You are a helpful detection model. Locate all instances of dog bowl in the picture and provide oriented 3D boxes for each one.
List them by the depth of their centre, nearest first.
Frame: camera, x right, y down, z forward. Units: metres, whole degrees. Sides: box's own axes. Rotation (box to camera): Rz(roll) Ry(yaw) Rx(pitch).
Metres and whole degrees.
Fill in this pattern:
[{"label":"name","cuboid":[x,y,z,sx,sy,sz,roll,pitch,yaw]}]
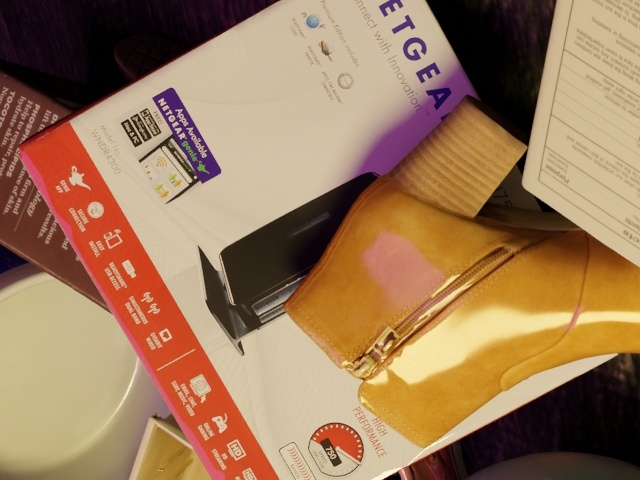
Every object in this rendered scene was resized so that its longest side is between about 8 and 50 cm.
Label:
[{"label":"dog bowl","cuboid":[-0.258,0.130,1.662,0.104,0.265,0.265,35,145,54]}]

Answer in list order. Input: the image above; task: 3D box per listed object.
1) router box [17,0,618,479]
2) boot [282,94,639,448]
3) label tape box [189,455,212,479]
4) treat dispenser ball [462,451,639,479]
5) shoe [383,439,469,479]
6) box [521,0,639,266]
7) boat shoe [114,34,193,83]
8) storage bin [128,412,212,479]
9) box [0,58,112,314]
[{"label":"router box","cuboid":[0.000,0.000,1.281,0.335,0.301,0.082,60,-172,-8]},{"label":"boot","cuboid":[0.139,0.065,1.200,0.295,0.104,0.211,37,105,2]},{"label":"label tape box","cuboid":[-0.153,0.328,1.911,0.334,0.106,0.240,-20,103,39]},{"label":"treat dispenser ball","cuboid":[0.180,0.299,1.305,0.288,0.288,0.288,33,141,31]},{"label":"shoe","cuboid":[0.087,0.218,1.545,0.063,0.081,0.178,17,131,45]},{"label":"box","cuboid":[0.223,-0.132,1.018,0.148,0.121,0.311,37,143,27]},{"label":"boat shoe","cuboid":[-0.108,-0.114,1.518,0.178,0.064,0.060,34,140,26]},{"label":"storage bin","cuboid":[-0.056,0.299,1.681,0.260,0.123,0.262,33,128,15]},{"label":"box","cuboid":[-0.166,-0.031,1.519,0.381,0.191,0.143,30,99,35]}]
